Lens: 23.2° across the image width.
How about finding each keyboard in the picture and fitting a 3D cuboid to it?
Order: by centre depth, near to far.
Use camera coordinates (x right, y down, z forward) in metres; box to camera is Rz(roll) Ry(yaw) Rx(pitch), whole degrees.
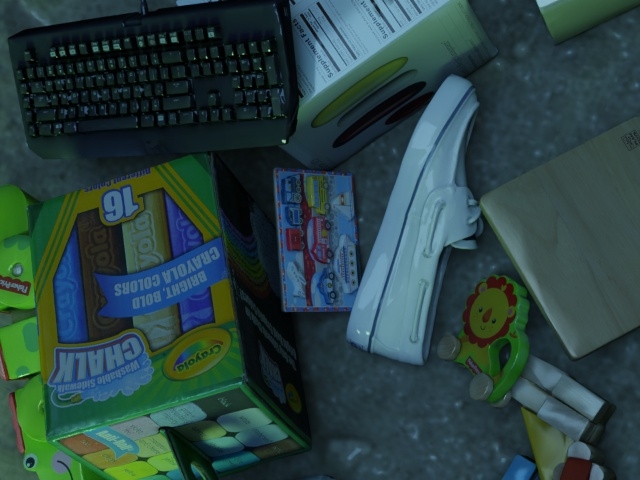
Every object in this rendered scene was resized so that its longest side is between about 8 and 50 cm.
[{"bbox_3d":[-0.152,-0.172,1.315,0.317,0.033,0.201,-1,97,37],"label":"keyboard"}]

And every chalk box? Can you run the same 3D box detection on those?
[{"bbox_3d":[-0.125,0.104,1.329,0.179,0.180,0.289,-16,60,12],"label":"chalk box"}]

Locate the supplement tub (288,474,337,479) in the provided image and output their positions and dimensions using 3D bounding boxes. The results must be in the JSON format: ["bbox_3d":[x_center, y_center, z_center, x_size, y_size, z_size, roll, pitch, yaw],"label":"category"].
[{"bbox_3d":[-0.069,0.275,1.359,0.190,0.117,0.117,-12,79,13],"label":"supplement tub"}]

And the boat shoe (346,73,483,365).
[{"bbox_3d":[0.103,-0.015,1.379,0.084,0.095,0.258,20,98,12],"label":"boat shoe"}]

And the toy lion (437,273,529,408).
[{"bbox_3d":[0.150,0.081,1.348,0.096,0.034,0.100,-56,36,15],"label":"toy lion"}]

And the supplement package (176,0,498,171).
[{"bbox_3d":[0.021,-0.185,1.363,0.203,0.194,0.149,-35,74,8],"label":"supplement package"}]

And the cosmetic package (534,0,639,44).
[{"bbox_3d":[0.307,-0.315,1.351,0.309,0.113,0.160,-26,77,9],"label":"cosmetic package"}]

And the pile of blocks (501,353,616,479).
[{"bbox_3d":[0.212,0.267,1.281,0.149,0.112,0.362,-23,73,13],"label":"pile of blocks"}]

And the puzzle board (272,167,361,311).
[{"bbox_3d":[0.000,0.000,1.394,0.011,0.096,0.128,-10,81,48],"label":"puzzle board"}]

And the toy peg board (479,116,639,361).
[{"bbox_3d":[0.243,0.005,1.350,0.161,0.079,0.161,-27,76,-7],"label":"toy peg board"}]

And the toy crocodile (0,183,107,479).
[{"bbox_3d":[-0.253,0.106,1.435,0.105,0.115,0.340,-20,75,18],"label":"toy crocodile"}]
